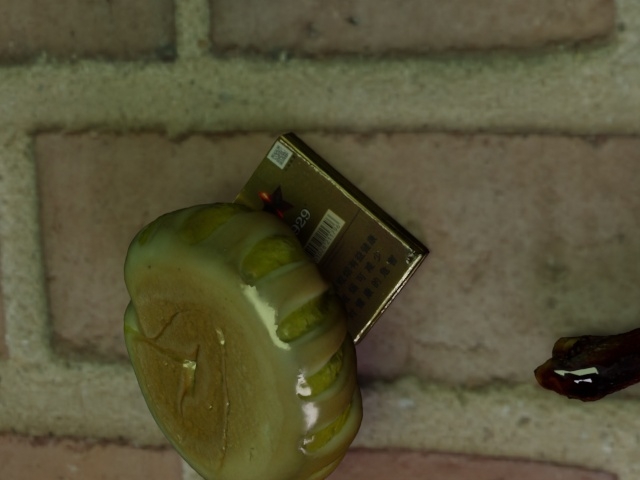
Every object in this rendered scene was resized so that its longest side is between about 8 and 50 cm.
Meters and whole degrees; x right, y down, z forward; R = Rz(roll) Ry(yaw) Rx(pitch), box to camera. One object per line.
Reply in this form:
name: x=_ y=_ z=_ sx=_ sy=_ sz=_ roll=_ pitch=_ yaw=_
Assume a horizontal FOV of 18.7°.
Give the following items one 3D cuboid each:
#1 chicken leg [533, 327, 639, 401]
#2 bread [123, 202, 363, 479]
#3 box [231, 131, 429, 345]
chicken leg: x=0.325 y=0.060 z=1.184 sx=0.407 sy=0.096 sz=0.158 roll=2 pitch=120 yaw=26
bread: x=-0.047 y=0.073 z=1.319 sx=0.213 sy=0.105 sz=0.213 roll=28 pitch=129 yaw=40
box: x=0.000 y=0.000 z=1.350 sx=0.133 sy=0.023 sz=0.090 roll=40 pitch=111 yaw=13
